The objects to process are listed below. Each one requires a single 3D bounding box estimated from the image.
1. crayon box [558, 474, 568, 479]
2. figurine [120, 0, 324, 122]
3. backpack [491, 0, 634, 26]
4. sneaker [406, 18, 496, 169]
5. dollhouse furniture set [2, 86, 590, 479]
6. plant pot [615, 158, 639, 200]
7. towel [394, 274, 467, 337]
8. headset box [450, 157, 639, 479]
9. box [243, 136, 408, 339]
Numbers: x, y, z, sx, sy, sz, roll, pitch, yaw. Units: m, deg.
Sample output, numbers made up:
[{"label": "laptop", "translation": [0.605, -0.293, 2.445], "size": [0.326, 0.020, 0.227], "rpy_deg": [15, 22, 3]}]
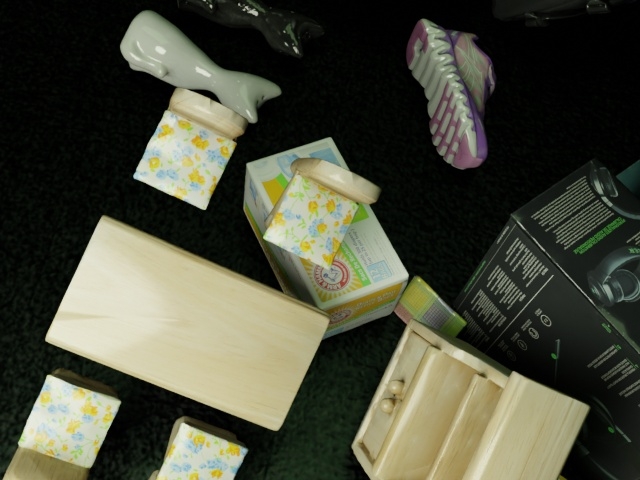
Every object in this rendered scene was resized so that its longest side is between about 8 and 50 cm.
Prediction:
[{"label": "crayon box", "translation": [0.250, 0.368, 0.731], "size": [0.323, 0.083, 0.203], "rpy_deg": [33, 62, 12]}, {"label": "figurine", "translation": [-0.128, -0.268, 1.036], "size": [0.209, 0.092, 0.215], "rpy_deg": [27, 62, 3]}, {"label": "backpack", "translation": [0.455, -0.468, 1.118], "size": [0.356, 0.290, 0.273], "rpy_deg": [-13, 98, -26]}, {"label": "sneaker", "translation": [0.197, -0.204, 1.041], "size": [0.105, 0.095, 0.236], "rpy_deg": [-2, 60, -17]}, {"label": "dollhouse furniture set", "translation": [-0.027, 0.113, 0.658], "size": [0.394, 0.256, 0.362], "rpy_deg": [25, 90, -13]}, {"label": "plant pot", "translation": [0.489, -0.010, 0.918], "size": [0.166, 0.165, 0.234], "rpy_deg": [-23, 80, -6]}, {"label": "towel", "translation": [0.125, 0.085, 0.888], "size": [0.083, 0.060, 0.009], "rpy_deg": [44, 35, 17]}, {"label": "headset box", "translation": [0.294, 0.105, 0.788], "size": [0.131, 0.246, 0.283], "rpy_deg": [-31, 69, -22]}, {"label": "box", "translation": [0.000, 0.000, 0.889], "size": [0.114, 0.103, 0.203], "rpy_deg": [-20, 66, -18]}]
